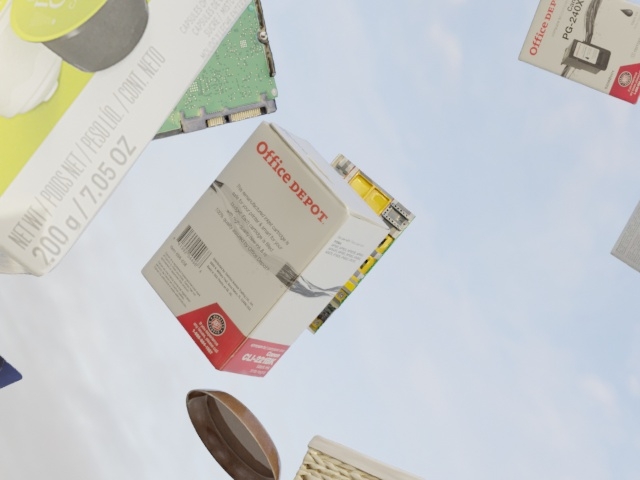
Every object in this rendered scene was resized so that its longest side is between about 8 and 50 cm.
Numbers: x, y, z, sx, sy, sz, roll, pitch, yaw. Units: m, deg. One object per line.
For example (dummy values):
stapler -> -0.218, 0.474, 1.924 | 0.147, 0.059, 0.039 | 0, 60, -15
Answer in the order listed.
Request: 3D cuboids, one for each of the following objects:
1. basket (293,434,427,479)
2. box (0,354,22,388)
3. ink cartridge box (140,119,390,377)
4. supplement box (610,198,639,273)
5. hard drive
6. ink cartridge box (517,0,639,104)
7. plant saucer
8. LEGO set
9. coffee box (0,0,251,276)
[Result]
basket -> 0.048, 0.331, 1.693 | 0.167, 0.103, 0.113 | 18, -29, 26
box -> -0.486, 0.133, 1.676 | 0.136, 0.036, 0.225 | -25, -54, 31
ink cartridge box -> -0.073, 0.012, 1.794 | 0.273, 0.114, 0.197 | -50, -121, 14
supplement box -> 0.439, 0.016, 1.580 | 0.111, 0.114, 0.220 | 25, 7, -15
hard drive -> -0.188, -0.295, 1.637 | 0.064, 0.237, 0.339 | -1, -76, 57
ink cartridge box -> 0.318, -0.235, 1.603 | 0.150, 0.063, 0.109 | 23, -76, 12
plant saucer -> -0.103, 0.247, 1.714 | 0.168, 0.029, 0.168 | 37, -31, 27
LEGO set -> 0.000, 0.000, 2.310 | 0.192, 0.255, 0.331 | 40, -10, 2
coffee box -> -0.243, -0.212, 0.766 | 0.334, 0.338, 0.338 | 43, -21, -27
